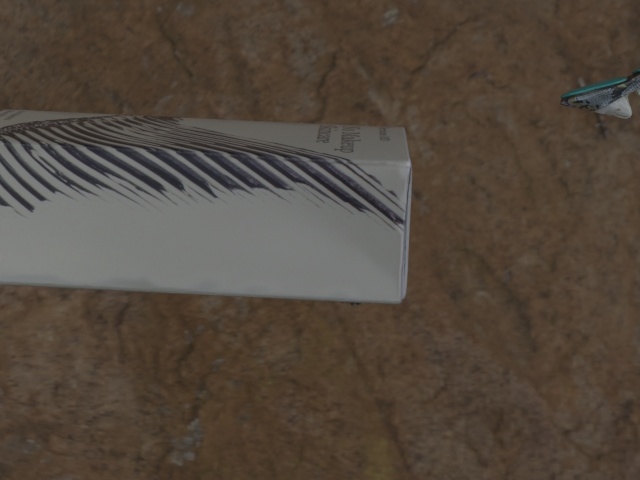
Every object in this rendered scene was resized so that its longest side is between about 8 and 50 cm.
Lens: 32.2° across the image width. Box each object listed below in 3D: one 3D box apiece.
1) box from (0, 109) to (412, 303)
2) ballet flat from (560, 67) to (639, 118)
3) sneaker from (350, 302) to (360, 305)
[{"bbox_3d":[-0.082,-0.024,0.703,0.275,0.113,0.094,2,107,0],"label":"box"},{"bbox_3d":[0.252,-0.121,0.895,0.114,0.041,0.041,-22,93,2],"label":"ballet flat"},{"bbox_3d":[0.000,0.000,1.496,0.085,0.086,0.237,-37,123,13],"label":"sneaker"}]
